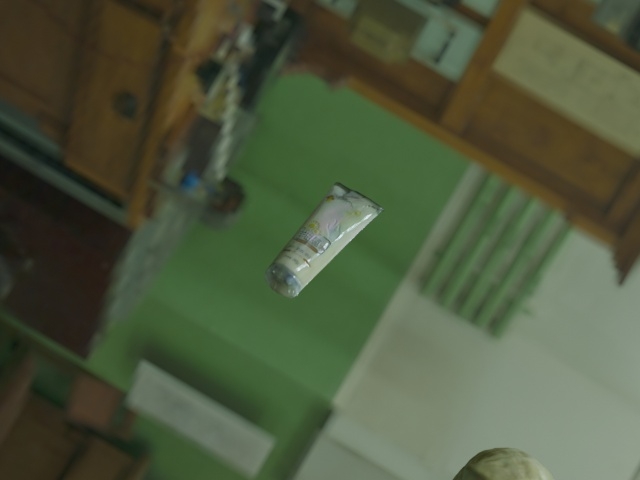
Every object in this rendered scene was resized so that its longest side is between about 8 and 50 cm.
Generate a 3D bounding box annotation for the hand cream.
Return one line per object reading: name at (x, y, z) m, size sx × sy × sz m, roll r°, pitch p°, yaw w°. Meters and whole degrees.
hand cream at (0.000, 0.000, 1.938) m, size 0.143 × 0.061 × 0.039 m, roll -49°, pitch 153°, yaw -27°

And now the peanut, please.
peanut at (0.177, 0.265, 1.761) m, size 0.111 × 0.125 × 0.274 m, roll -44°, pitch 154°, yaw -6°
